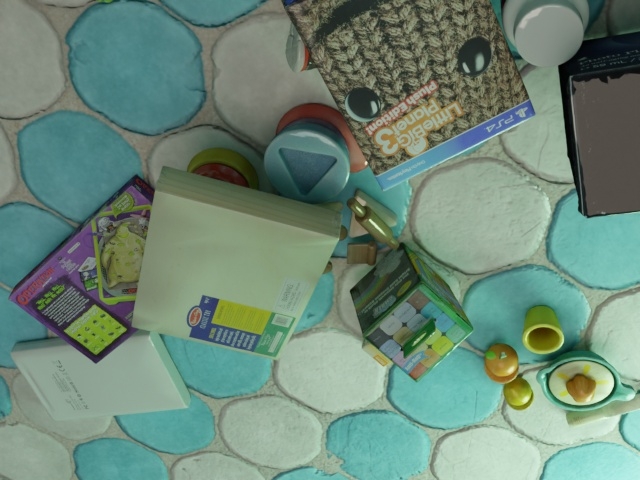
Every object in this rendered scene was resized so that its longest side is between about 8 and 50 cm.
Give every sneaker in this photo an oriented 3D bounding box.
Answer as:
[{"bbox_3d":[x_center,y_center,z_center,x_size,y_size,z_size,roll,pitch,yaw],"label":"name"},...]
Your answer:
[{"bbox_3d":[-0.007,-0.316,1.242,0.065,0.061,0.157,-5,125,-26],"label":"sneaker"}]

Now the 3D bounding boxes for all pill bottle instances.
[{"bbox_3d":[0.283,-0.296,1.116,0.108,0.180,0.107,5,127,6],"label":"pill bottle"}]

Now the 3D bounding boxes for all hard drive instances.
[{"bbox_3d":[-0.437,0.270,1.753,0.308,0.040,0.203,-9,125,16],"label":"hard drive"}]

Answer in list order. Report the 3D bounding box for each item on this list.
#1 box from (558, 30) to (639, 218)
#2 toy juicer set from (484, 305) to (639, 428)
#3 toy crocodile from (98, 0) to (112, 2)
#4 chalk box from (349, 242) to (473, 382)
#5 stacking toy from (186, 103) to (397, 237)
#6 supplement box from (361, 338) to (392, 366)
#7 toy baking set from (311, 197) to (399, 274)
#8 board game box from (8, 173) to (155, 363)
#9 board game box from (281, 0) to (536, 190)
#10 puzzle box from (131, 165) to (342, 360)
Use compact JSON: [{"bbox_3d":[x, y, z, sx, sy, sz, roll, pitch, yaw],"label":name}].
[{"bbox_3d":[0.456,-0.169,1.095,0.297,0.294,0.182,-7,107,14],"label":"box"},{"bbox_3d":[0.438,0.270,1.573,0.329,0.089,0.209,35,124,-17],"label":"toy juicer set"},{"bbox_3d":[-0.397,-0.454,1.174,0.341,0.105,0.115,36,124,-23],"label":"toy crocodile"},{"bbox_3d":[0.148,0.124,1.418,0.132,0.213,0.132,-43,111,12],"label":"chalk box"},{"bbox_3d":[-0.049,-0.046,1.394,0.309,0.130,0.279,-26,118,26],"label":"stacking toy"},{"bbox_3d":[0.131,0.180,1.591,0.062,0.036,0.098,41,123,-19],"label":"supplement box"},{"bbox_3d":[0.007,-0.002,1.397,0.197,0.030,0.256,-21,146,16],"label":"toy baking set"},{"bbox_3d":[-0.364,0.060,1.555,0.347,0.056,0.208,-37,117,23],"label":"board game box"},{"bbox_3d":[0.113,-0.256,1.165,0.232,0.141,0.291,-27,120,9],"label":"board game box"},{"bbox_3d":[-0.150,0.055,1.402,0.272,0.052,0.409,14,144,-9],"label":"puzzle box"}]
